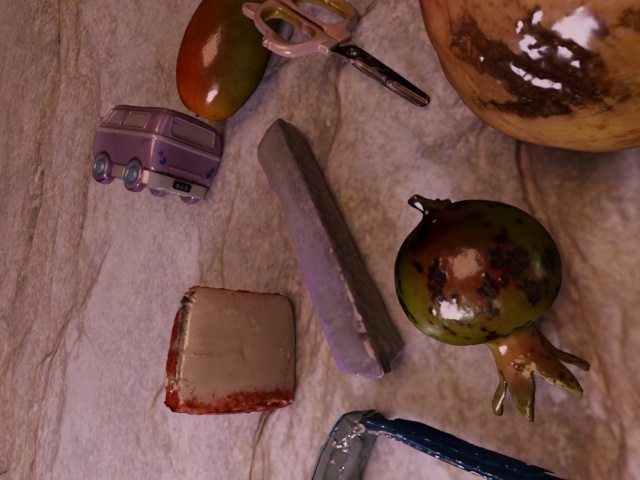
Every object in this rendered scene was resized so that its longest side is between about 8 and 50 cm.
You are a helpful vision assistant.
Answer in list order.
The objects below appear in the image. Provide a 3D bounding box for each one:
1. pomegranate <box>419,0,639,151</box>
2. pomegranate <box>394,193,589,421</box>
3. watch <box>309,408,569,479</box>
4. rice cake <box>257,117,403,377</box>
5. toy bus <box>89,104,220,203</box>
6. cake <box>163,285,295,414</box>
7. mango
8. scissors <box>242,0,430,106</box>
[{"bbox_3d":[0.224,-0.224,0.404,0.322,0.322,0.322,-11,72,35],"label":"pomegranate"},{"bbox_3d":[0.155,0.060,0.489,0.156,0.156,0.220,-28,67,29],"label":"pomegranate"},{"bbox_3d":[0.100,0.329,0.517,0.274,0.068,0.276,13,85,34],"label":"watch"},{"bbox_3d":[0.000,-0.001,0.674,0.070,0.064,0.399,-42,56,32],"label":"rice cake"},{"bbox_3d":[-0.283,-0.148,0.881,0.202,0.142,0.142,14,92,38],"label":"toy bus"},{"bbox_3d":[-0.135,0.160,0.742,0.262,0.159,0.158,145,128,-66],"label":"cake"},{"bbox_3d":[-0.139,-0.332,0.832,0.146,0.129,0.289,14,78,40],"label":"mango"},{"bbox_3d":[0.027,-0.271,0.713,0.160,0.024,0.317,-38,64,-24],"label":"scissors"}]
